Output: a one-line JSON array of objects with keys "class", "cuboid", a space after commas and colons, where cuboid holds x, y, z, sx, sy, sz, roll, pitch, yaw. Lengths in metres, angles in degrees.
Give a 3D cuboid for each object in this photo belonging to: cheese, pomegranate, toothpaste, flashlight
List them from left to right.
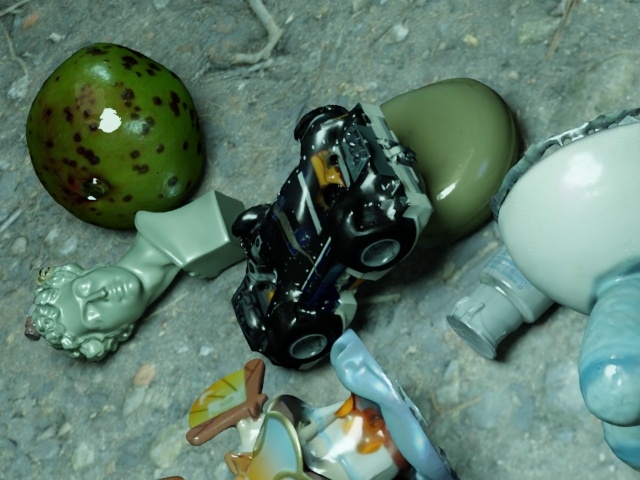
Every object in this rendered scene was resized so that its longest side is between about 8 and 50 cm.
[{"class": "flashlight", "cuboid": [-0.355, 0.073, 1.804, 0.052, 0.031, 0.110, -4, 58, 31]}, {"class": "pomegranate", "cuboid": [-0.265, -0.155, 1.766, 0.231, 0.231, 0.286, -33, 48, 11]}, {"class": "cheese", "cuboid": [0.130, -0.084, 1.549, 0.175, 0.091, 0.202, -12, 55, 29]}, {"class": "toothpaste", "cuboid": [0.251, -0.008, 1.440, 0.299, 0.073, 0.114, -45, 47, -11]}]

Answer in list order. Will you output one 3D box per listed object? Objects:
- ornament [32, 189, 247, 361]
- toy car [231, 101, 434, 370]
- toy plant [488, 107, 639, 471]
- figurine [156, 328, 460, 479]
[{"class": "ornament", "cuboid": [-0.210, 0.036, 1.681, 0.285, 0.130, 0.120, -32, 63, 0]}, {"class": "toy car", "cuboid": [0.001, 0.001, 1.506, 0.301, 0.118, 0.193, -58, 42, 35]}, {"class": "toy plant", "cuboid": [0.304, 0.076, 1.228, 0.247, 0.247, 0.332, -25, 61, 17]}, {"class": "figurine", "cuboid": [-0.068, 0.279, 1.358, 0.388, 0.248, 0.276, -35, 43, -4]}]
